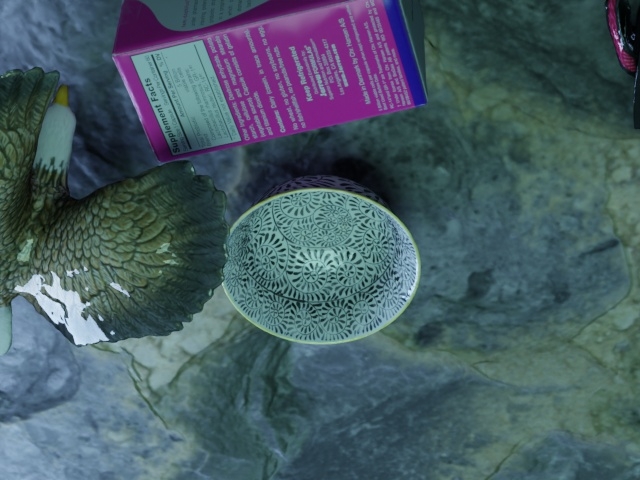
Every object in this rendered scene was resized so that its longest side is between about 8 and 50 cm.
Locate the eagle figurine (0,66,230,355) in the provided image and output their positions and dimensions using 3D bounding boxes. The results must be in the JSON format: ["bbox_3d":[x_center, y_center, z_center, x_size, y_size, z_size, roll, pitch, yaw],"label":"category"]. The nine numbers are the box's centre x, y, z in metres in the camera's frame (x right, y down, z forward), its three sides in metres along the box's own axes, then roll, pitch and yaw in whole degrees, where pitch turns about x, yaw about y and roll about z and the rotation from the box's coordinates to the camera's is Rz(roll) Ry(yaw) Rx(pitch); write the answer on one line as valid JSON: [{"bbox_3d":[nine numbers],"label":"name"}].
[{"bbox_3d":[-0.223,-0.020,1.352,0.226,0.298,0.225,-17,98,-18],"label":"eagle figurine"}]

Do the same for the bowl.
[{"bbox_3d":[0.000,0.000,1.470,0.170,0.080,0.170,0,130,1],"label":"bowl"}]

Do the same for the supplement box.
[{"bbox_3d":[-0.036,-0.154,1.326,0.220,0.111,0.114,-10,129,11],"label":"supplement box"}]

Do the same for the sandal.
[{"bbox_3d":[0.241,-0.162,1.345,0.040,0.067,0.179,5,133,12],"label":"sandal"}]
